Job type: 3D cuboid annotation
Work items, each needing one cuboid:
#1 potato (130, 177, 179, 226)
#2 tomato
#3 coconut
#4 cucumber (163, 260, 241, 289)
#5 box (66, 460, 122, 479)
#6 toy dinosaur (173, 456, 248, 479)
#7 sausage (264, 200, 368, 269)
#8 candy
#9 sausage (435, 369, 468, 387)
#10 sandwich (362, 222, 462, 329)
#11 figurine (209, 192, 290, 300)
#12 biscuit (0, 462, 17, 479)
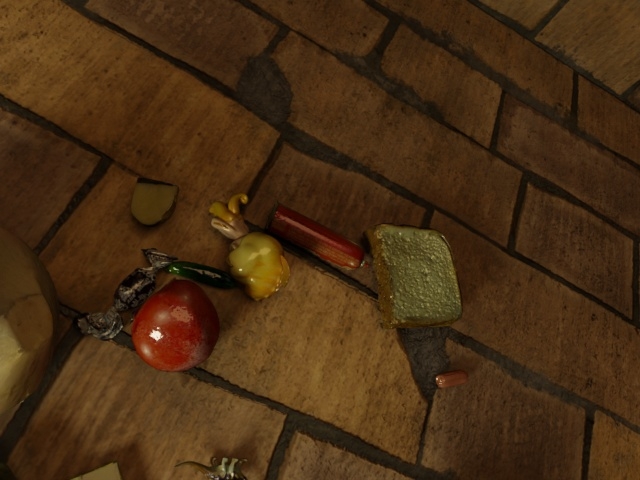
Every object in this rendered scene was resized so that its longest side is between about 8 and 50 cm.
[{"bbox_3d":[-0.350,-0.069,1.086,0.096,0.066,0.103,12,68,9],"label":"potato"},{"bbox_3d":[-0.263,0.162,0.955,0.167,0.167,0.167,10,62,-20],"label":"tomato"},{"bbox_3d":[-0.558,0.121,0.758,0.352,0.352,0.353,10,62,-20],"label":"coconut"},{"bbox_3d":[-0.242,0.070,1.081,0.167,0.039,0.039,17,60,-14],"label":"cucumber"},{"bbox_3d":[-0.408,0.450,0.822,0.193,0.030,0.121,-13,72,-28],"label":"box"},{"bbox_3d":[-0.176,0.415,0.940,0.180,0.037,0.058,23,54,-13],"label":"toy dinosaur"},{"bbox_3d":[0.000,0.000,1.202,0.263,0.083,0.083,27,57,-11],"label":"sausage"},{"bbox_3d":[-0.371,0.096,1.000,0.094,0.051,0.226,38,58,3],"label":"candy"},{"bbox_3d":[0.307,0.323,1.207,0.083,0.034,0.034,-5,68,-25],"label":"sausage"},{"bbox_3d":[0.226,0.087,1.255,0.226,0.087,0.251,0,68,-23],"label":"sandwich"},{"bbox_3d":[-0.153,0.014,1.107,0.246,0.131,0.156,54,26,18],"label":"figurine"},{"bbox_3d":[-0.424,0.472,0.745,0.323,0.038,0.099,56,34,7],"label":"biscuit"}]
